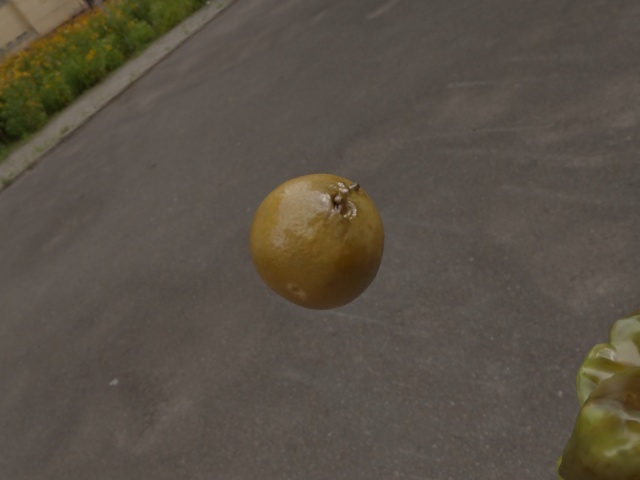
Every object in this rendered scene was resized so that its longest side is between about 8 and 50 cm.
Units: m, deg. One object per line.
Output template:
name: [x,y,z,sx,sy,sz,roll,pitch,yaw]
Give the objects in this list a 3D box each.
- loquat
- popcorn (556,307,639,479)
loquat: [0.000,0.000,0.688,0.141,0.141,0.141,-25,28,14]
popcorn: [0.257,0.157,0.468,0.205,0.237,0.252,-25,63,24]
